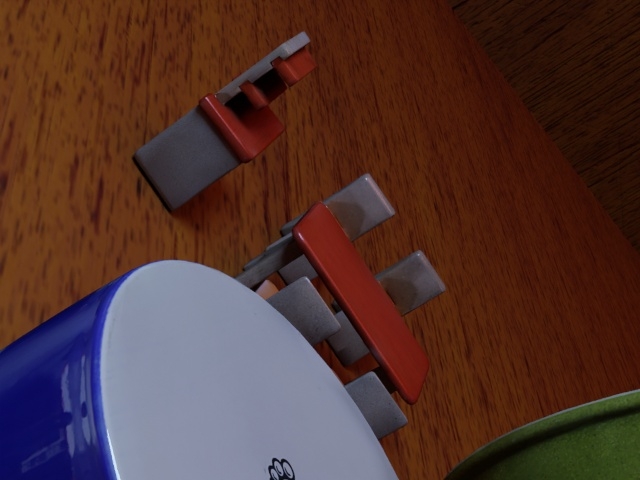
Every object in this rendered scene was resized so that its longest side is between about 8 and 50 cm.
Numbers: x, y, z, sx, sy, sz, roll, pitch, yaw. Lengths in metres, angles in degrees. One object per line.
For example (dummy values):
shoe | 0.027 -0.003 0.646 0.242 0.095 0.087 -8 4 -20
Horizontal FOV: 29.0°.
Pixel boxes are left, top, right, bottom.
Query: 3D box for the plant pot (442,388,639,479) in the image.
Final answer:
plant pot | 0.281 0.323 0.825 0.366 0.366 0.353 35 41 -49

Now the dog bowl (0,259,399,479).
dog bowl | -0.051 0.145 0.576 0.265 0.104 0.265 49 21 -26

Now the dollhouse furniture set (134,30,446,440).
dollhouse furniture set | 0.000 0.000 0.879 0.259 0.135 0.262 55 19 -8
